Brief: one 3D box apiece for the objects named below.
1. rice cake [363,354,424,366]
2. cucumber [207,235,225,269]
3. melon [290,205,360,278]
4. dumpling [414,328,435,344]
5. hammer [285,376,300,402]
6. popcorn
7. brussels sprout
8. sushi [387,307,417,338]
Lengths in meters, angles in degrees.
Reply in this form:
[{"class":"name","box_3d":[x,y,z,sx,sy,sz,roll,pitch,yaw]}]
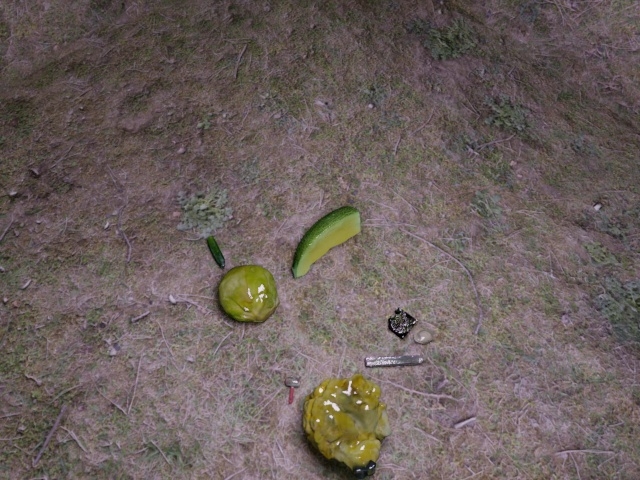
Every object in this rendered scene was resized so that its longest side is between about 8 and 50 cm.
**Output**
[{"class":"rice cake","box_3d":[0.253,0.413,1.515,0.206,0.047,0.036,-2,80,-1]},{"class":"cucumber","box_3d":[-0.392,0.050,1.668,0.037,0.037,0.155,-25,67,-13]},{"class":"melon","box_3d":[0.000,0.000,1.644,0.323,0.196,0.124,-39,99,-13]},{"class":"dumpling","box_3d":[0.363,0.336,1.556,0.077,0.043,0.059,-14,44,-4]},{"class":"hammer","box_3d":[-0.096,0.501,1.475,0.052,0.031,0.083,6,76,4]},{"class":"popcorn","box_3d":[0.081,0.537,1.348,0.292,0.237,0.293,-1,64,2]},{"class":"brussels sprout","box_3d":[-0.253,0.184,1.541,0.223,0.161,0.223,-1,58,1]},{"class":"sushi","box_3d":[0.284,0.294,1.567,0.084,0.056,0.083,38,77,14]}]
